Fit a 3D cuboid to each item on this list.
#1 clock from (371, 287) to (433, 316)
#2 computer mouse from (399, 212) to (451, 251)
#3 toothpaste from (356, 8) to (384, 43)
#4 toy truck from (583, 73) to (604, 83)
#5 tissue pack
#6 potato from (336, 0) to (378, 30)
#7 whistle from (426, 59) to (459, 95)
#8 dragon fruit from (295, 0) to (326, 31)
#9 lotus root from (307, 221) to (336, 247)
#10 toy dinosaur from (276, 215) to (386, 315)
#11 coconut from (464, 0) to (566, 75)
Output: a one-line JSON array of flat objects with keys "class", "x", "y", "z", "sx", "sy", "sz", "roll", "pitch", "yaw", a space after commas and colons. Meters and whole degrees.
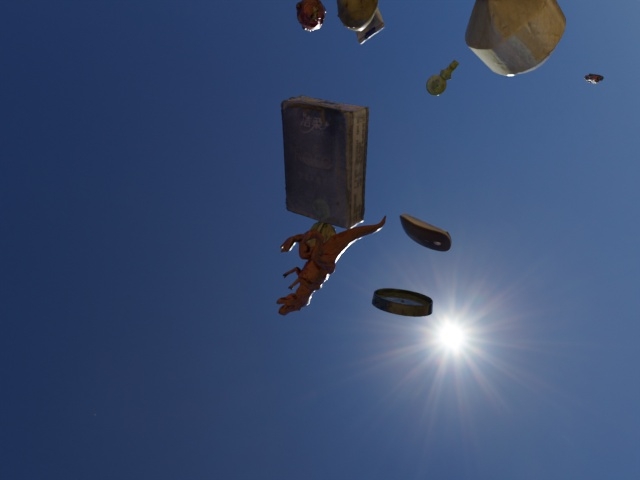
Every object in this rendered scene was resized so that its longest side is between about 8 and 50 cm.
[{"class": "clock", "x": 0.289, "y": 0.215, "z": 1.514, "sx": 0.214, "sy": 0.215, "sz": 0.042, "roll": 2, "pitch": -81, "yaw": -27}, {"class": "computer mouse", "x": 0.413, "y": -0.030, "z": 1.731, "sx": 0.245, "sy": 0.126, "sz": 0.056, "roll": 30, "pitch": -114, "yaw": 38}, {"class": "toothpaste", "x": 0.095, "y": -0.726, "z": 1.195, "sx": 0.066, "sy": 0.100, "sz": 0.323, "roll": -21, "pitch": -85, "yaw": -42}, {"class": "toy truck", "x": 0.980, "y": -0.581, "z": 1.544, "sx": 0.024, "sy": 0.032, "sz": 0.083, "roll": 38, "pitch": -158, "yaw": -16}, {"class": "tissue pack", "x": 0.013, "y": -0.261, "z": 1.436, "sx": 0.288, "sy": 0.395, "sz": 0.124, "roll": 20, "pitch": -146, "yaw": 32}, {"class": "potato", "x": 0.078, "y": -0.512, "z": 0.908, "sx": 0.070, "sy": 0.091, "sz": 0.138, "roll": 32, "pitch": -125, "yaw": -63}, {"class": "whistle", "x": 0.622, "y": -0.828, "z": 2.187, "sx": 0.104, "sy": 0.198, "sz": 0.057, "roll": 42, "pitch": -145, "yaw": 0}, {"class": "dragon fruit", "x": -0.047, "y": -0.941, "z": 1.818, "sx": 0.125, "sy": 0.246, "sz": 0.125, "roll": 17, "pitch": -88, "yaw": -7}, {"class": "lotus root", "x": -0.002, "y": 0.001, "z": 1.537, "sx": 0.143, "sy": 0.070, "sz": 0.144, "roll": 34, "pitch": -120, "yaw": -40}, {"class": "toy dinosaur", "x": 0.006, "y": 0.033, "z": 1.220, "sx": 0.432, "sy": 0.097, "sz": 0.208, "roll": -44, "pitch": -54, "yaw": -1}, {"class": "coconut", "x": 0.453, "y": -0.515, "z": 1.020, "sx": 0.222, "sy": 0.202, "sz": 0.202, "roll": 26, "pitch": -121, "yaw": -32}]
